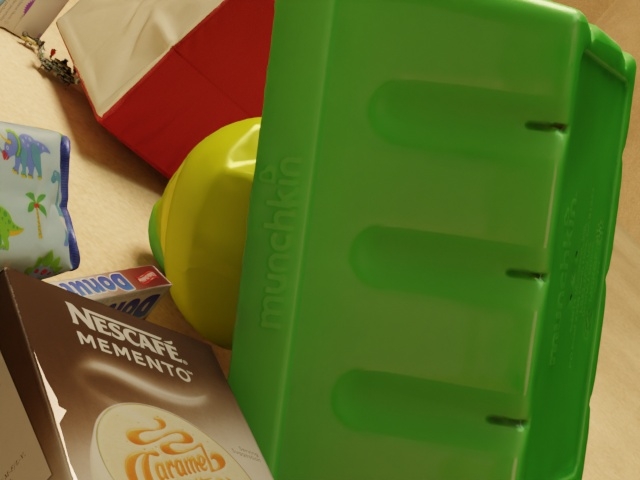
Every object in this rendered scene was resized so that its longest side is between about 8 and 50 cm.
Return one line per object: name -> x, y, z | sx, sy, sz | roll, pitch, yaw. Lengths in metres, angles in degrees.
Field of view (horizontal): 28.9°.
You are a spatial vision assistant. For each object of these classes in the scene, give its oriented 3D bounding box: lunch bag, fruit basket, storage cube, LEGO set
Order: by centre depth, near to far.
lunch bag -> -0.219, -0.017, 0.626 | 0.129, 0.151, 0.096 | 10, 72, -64
fruit basket -> 0.000, 0.000, 0.818 | 0.392, 0.392, 0.283 | 47, 17, 19
storage cube -> -0.094, -0.162, 1.127 | 0.193, 0.183, 0.215 | 39, 14, -41
LEGO set -> -0.246, -0.161, 1.136 | 0.054, 0.023, 0.083 | 29, 7, -41

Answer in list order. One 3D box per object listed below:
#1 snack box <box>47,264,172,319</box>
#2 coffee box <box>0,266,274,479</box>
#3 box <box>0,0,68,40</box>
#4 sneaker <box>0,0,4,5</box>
snack box -> -0.151, 0.050, 0.716 | 0.022, 0.064, 0.178 | 43, 16, 13
coffee box -> -0.090, 0.140, 0.558 | 0.141, 0.098, 0.246 | 27, 22, -41
box -> -0.336, -0.315, 1.245 | 0.063, 0.067, 0.324 | 24, 22, -44
sneaker -> -0.278, -0.180, 0.772 | 0.127, 0.208, 0.319 | 22, 24, -44
